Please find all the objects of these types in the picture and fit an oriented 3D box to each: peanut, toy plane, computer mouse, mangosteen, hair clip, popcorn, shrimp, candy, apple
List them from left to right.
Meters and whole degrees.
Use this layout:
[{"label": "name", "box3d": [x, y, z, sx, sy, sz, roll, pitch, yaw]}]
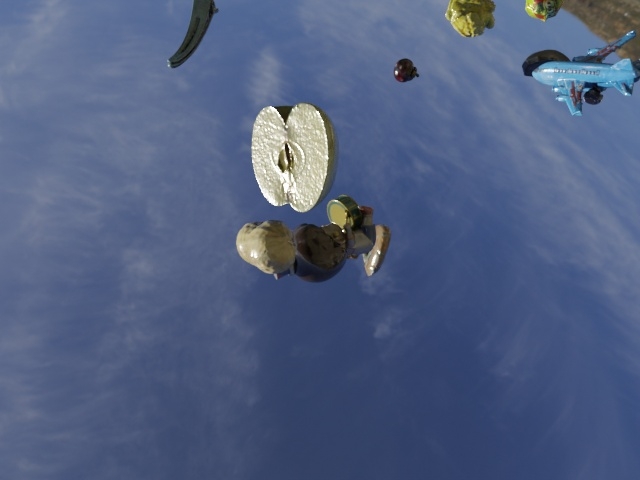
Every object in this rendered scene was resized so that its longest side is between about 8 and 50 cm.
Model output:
[{"label": "hair clip", "box3d": [-0.279, -0.461, 1.028, 0.048, 0.083, 0.275, 5, -121, 3]}, {"label": "peanut", "box3d": [-0.110, 0.007, 0.906, 0.090, 0.098, 0.214, 5, -177, -26]}, {"label": "apple", "box3d": [-0.093, -0.289, 1.621, 0.312, 0.360, 0.320, -3, -166, -2]}, {"label": "shrimp", "box3d": [0.166, 0.034, 1.515, 0.077, 0.317, 0.168, 20, -96, -4]}, {"label": "mangosteen", "box3d": [0.291, -0.585, 1.601, 0.081, 0.081, 0.081, 12, -134, -13]}, {"label": "popcorn", "box3d": [0.364, -0.559, 1.128, 0.106, 0.120, 0.116, 0, -168, -43]}, {"label": "candy", "box3d": [0.374, -0.449, 0.803, 0.062, 0.058, 0.193, 39, -137, -39]}, {"label": "computer mouse", "box3d": [0.674, -0.528, 1.385, 0.172, 0.099, 0.057, 4, -103, -26]}, {"label": "toy plane", "box3d": [0.651, -0.404, 1.141, 0.105, 0.254, 0.271, 40, 173, -30]}]

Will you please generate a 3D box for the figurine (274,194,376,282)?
[{"label": "figurine", "box3d": [0.005, 0.008, 1.098, 0.276, 0.161, 0.158, -31, -100, -34]}]
